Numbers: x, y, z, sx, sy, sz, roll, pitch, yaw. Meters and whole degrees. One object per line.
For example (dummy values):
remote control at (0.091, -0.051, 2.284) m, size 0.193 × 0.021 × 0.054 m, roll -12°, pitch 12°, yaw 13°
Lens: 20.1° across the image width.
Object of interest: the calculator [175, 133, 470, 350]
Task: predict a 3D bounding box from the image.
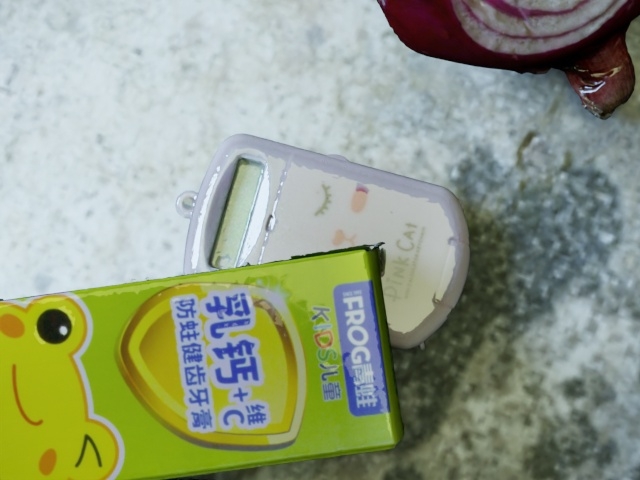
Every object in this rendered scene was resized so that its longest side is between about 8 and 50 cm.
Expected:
calculator at (0.000, 0.000, 1.047) m, size 0.175 × 0.032 × 0.100 m, roll 15°, pitch 82°, yaw 3°

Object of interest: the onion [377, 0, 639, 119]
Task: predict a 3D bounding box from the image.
onion at (0.120, -0.161, 1.035) m, size 0.173 × 0.198 × 0.135 m, roll -27°, pitch 41°, yaw 11°

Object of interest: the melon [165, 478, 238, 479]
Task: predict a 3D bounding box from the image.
melon at (-0.185, 0.234, 0.955) m, size 0.323 × 0.124 × 0.196 m, roll -9°, pitch 43°, yaw 1°

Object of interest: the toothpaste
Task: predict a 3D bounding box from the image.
toothpaste at (-0.120, 0.077, 0.995) m, size 0.327 × 0.077 × 0.110 m, roll -8°, pitch 90°, yaw 4°
